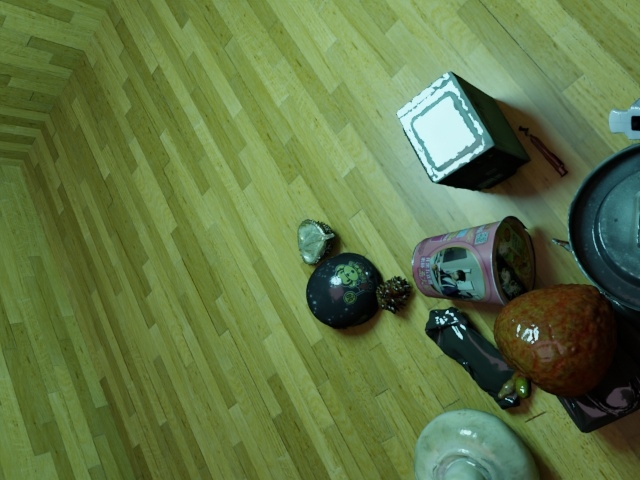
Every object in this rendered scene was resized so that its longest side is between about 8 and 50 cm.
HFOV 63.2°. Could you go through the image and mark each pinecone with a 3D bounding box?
[{"bbox_3d":[0.210,0.154,1.517,0.102,0.102,0.109,19,81,35],"label":"pinecone"}]

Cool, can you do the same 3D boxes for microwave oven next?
[{"bbox_3d":[0.350,-0.248,1.281,0.181,0.295,0.237,-33,72,31],"label":"microwave oven"}]

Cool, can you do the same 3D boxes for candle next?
[{"bbox_3d":[0.556,-0.228,1.299,0.167,0.021,0.026,57,141,20],"label":"candle"}]

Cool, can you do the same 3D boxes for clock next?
[{"bbox_3d":[0.724,-0.265,1.096,0.176,0.117,0.080,25,138,56],"label":"clock"},{"bbox_3d":[0.726,-0.027,1.081,0.386,0.076,0.386,-10,70,28],"label":"clock"}]

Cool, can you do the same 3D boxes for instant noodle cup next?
[{"bbox_3d":[0.380,0.063,1.325,0.255,0.244,0.243,-6,88,45],"label":"instant noodle cup"}]

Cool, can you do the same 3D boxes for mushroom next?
[{"bbox_3d":[0.403,0.590,1.294,0.356,0.315,0.315,-176,86,-71],"label":"mushroom"}]

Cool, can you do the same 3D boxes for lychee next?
[{"bbox_3d":[0.483,0.221,1.105,0.300,0.255,0.255,-38,67,2],"label":"lychee"}]

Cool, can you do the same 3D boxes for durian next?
[{"bbox_3d":[0.000,0.000,1.668,0.188,0.091,0.148,-24,77,57],"label":"durian"}]

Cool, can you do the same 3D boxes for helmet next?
[{"bbox_3d":[0.045,0.164,1.601,0.279,0.160,0.230,-36,72,30],"label":"helmet"}]

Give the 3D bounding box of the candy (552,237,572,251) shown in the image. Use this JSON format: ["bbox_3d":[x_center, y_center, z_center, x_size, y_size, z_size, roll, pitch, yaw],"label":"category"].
[{"bbox_3d":[0.669,0.060,1.182,0.292,0.086,0.059,30,98,33],"label":"candy"}]

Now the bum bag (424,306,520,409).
[{"bbox_3d":[0.416,0.297,1.383,0.326,0.080,0.142,46,123,23],"label":"bum bag"}]

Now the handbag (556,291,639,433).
[{"bbox_3d":[0.643,0.267,1.194,0.285,0.113,0.257,-49,55,29],"label":"handbag"}]
